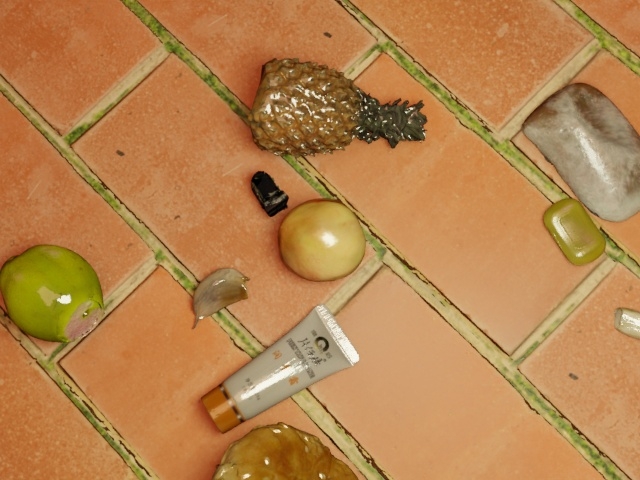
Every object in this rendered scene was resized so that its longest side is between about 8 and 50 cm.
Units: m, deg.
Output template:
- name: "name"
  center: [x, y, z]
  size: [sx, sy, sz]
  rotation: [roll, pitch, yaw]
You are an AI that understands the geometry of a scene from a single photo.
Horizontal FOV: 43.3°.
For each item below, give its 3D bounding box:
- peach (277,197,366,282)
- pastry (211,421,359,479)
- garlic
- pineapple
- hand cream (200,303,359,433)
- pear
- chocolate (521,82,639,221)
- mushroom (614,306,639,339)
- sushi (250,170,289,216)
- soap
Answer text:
- name: "peach"
  center: [0.000, 0.000, 1.598]
  size: [0.184, 0.184, 0.184]
  rotation: [-1, 79, 3]
- name: "pastry"
  center: [-0.068, 0.492, 1.477]
  size: [0.315, 0.184, 0.284]
  rotation: [38, 41, -9]
- name: "garlic"
  center: [-0.214, 0.107, 1.642]
  size: [0.152, 0.066, 0.084]
  rotation: [-27, 81, -5]
- name: "pineapple"
  center: [0.039, -0.260, 1.644]
  size: [0.362, 0.202, 0.202]
  rotation: [6, 79, -3]
- name: "hand cream"
  center: [-0.080, 0.268, 1.602]
  size: [0.314, 0.089, 0.140]
  rotation: [-35, 81, -12]
- name: "pear"
  center: [-0.544, 0.098, 1.610]
  size: [0.219, 0.187, 0.187]
  rotation: [41, 83, 22]
- name: "chocolate"
  center: [0.573, -0.189, 1.649]
  size: [0.185, 0.100, 0.303]
  rotation: [-38, 82, -8]
- name: "mushroom"
  center: [0.675, 0.191, 1.590]
  size: [0.202, 0.054, 0.059]
  rotation: [29, 83, 13]
- name: "sushi"
  center: [-0.108, -0.095, 1.667]
  size: [0.056, 0.085, 0.083]
  rotation: [-37, 80, -6]
- name: "soap"
  center: [0.516, -0.018, 1.639]
  size: [0.089, 0.045, 0.140]
  rotation: [-29, 78, -6]
